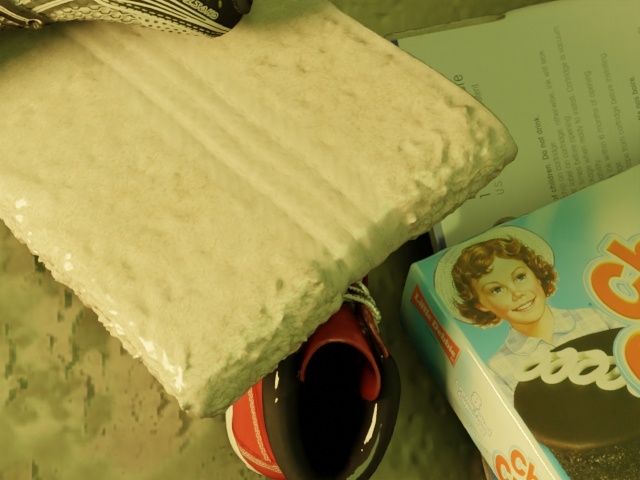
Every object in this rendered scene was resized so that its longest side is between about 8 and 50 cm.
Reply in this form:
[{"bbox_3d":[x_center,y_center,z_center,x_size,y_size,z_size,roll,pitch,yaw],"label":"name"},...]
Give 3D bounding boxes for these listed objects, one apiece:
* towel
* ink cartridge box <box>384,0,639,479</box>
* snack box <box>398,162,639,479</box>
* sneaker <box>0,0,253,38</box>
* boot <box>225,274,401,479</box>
[{"bbox_3d":[-0.066,-0.051,0.650,0.187,0.049,0.282,-41,51,-11],"label":"towel"},{"bbox_3d":[0.207,0.005,0.766,0.307,0.072,0.303,-13,90,-10],"label":"ink cartridge box"},{"bbox_3d":[0.220,0.035,0.645,0.322,0.060,0.187,-23,62,-19],"label":"snack box"},{"bbox_3d":[-0.196,-0.122,0.659,0.343,0.134,0.146,4,96,13],"label":"sneaker"},{"bbox_3d":[0.000,0.000,0.671,0.088,0.176,0.244,2,84,-10],"label":"boot"}]
